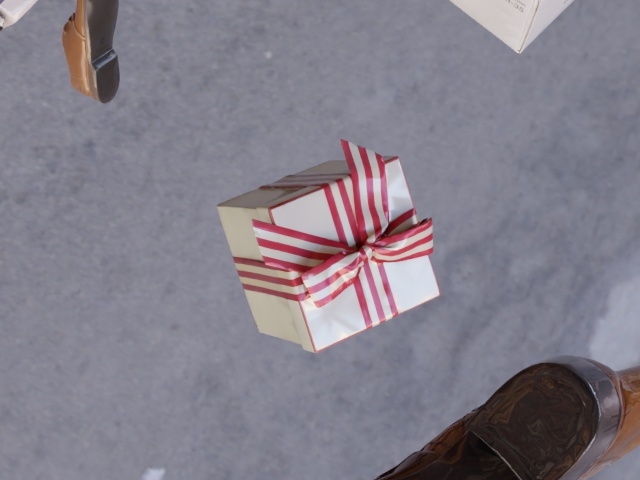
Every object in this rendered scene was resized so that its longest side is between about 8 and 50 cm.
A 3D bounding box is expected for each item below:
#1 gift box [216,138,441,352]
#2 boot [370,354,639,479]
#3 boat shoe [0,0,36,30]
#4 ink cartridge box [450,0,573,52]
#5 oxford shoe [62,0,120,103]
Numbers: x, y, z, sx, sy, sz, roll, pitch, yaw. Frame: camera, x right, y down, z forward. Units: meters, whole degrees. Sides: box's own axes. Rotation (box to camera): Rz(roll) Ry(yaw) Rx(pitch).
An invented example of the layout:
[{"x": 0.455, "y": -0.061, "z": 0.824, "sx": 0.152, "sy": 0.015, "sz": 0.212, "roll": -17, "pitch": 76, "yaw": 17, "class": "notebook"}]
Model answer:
[{"x": 0.000, "y": 0.000, "z": 1.839, "sx": 0.255, "sy": 0.258, "sz": 0.276, "roll": -28, "pitch": 106, "yaw": -22, "class": "gift box"}, {"x": 0.113, "y": 0.168, "z": 0.842, "sx": 0.264, "sy": 0.096, "sz": 0.280, "roll": -49, "pitch": 159, "yaw": 12, "class": "boot"}, {"x": -0.337, "y": -0.408, "z": 1.456, "sx": 0.158, "sy": 0.127, "sz": 0.340, "roll": 47, "pitch": 65, "yaw": -26, "class": "boat shoe"}, {"x": 0.244, "y": -0.383, "z": 1.408, "sx": 0.283, "sy": 0.207, "sz": 0.117, "roll": -44, "pitch": 165, "yaw": -20, "class": "ink cartridge box"}, {"x": -0.326, "y": -0.296, "z": 1.708, "sx": 0.076, "sy": 0.076, "sz": 0.212, "roll": -38, "pitch": 140, "yaw": -53, "class": "oxford shoe"}]
